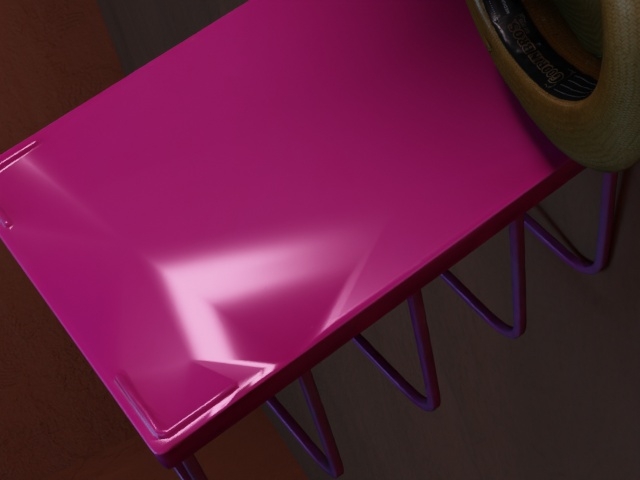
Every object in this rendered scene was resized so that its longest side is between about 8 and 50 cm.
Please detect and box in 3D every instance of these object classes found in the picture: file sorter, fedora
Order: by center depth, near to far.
[{"bbox_3d":[0.114,-0.124,0.463,0.194,0.079,0.194,158,90,-84],"label":"fedora"},{"bbox_3d":[0.000,0.000,0.641,0.202,0.290,0.182,46,163,32],"label":"file sorter"}]
